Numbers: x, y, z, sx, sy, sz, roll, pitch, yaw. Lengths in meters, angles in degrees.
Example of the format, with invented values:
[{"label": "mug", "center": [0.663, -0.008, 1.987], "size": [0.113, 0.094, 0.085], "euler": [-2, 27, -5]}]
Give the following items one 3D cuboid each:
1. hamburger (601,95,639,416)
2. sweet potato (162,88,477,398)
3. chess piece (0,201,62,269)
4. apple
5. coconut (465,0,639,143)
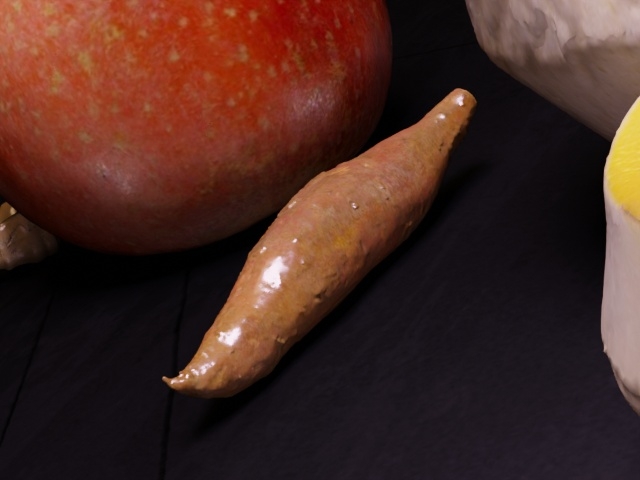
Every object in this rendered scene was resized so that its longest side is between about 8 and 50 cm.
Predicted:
[{"label": "hamburger", "center": [0.243, 0.002, 0.547], "size": [0.295, 0.151, 0.227], "euler": [2, 37, 36]}, {"label": "sweet potato", "center": [0.000, 0.000, 0.925], "size": [0.072, 0.066, 0.314], "euler": [25, 44, 26]}, {"label": "chess piece", "center": [-0.291, 0.026, 1.204], "size": [0.172, 0.060, 0.060], "euler": [-32, 21, -20]}, {"label": "apple", "center": [-0.123, -0.152, 1.145], "size": [0.348, 0.277, 0.348], "euler": [-21, 19, 7]}, {"label": "coconut", "center": [0.233, -0.157, 0.780], "size": [0.328, 0.329, 0.329], "euler": [-21, 20, 8]}]
